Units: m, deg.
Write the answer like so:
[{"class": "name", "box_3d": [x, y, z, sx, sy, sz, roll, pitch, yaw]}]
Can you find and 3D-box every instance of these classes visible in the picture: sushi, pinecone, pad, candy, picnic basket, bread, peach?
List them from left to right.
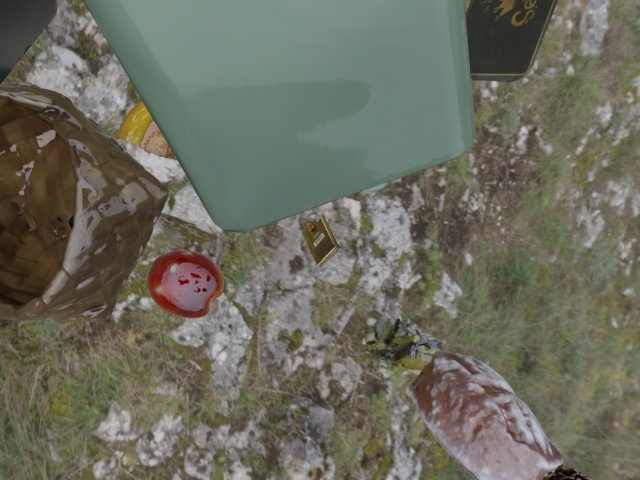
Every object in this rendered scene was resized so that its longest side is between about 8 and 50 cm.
[{"class": "picnic basket", "box_3d": [-0.411, -0.058, 0.692, 0.337, 0.337, 0.293, 23, 103, -25]}, {"class": "pad", "box_3d": [-0.289, -0.244, 0.532, 0.003, 0.211, 0.143, 26, 61, -11]}, {"class": "bread", "box_3d": [-0.412, -0.334, 1.643, 0.340, 0.194, 0.179, -1, 111, -60]}, {"class": "peach", "box_3d": [-0.424, 0.126, 1.779, 0.243, 0.243, 0.200, 23, 119, -25]}, {"class": "sushi", "box_3d": [0.219, 0.267, 1.425, 0.139, 0.291, 0.131, 20, 73, -18]}, {"class": "candy", "box_3d": [0.285, 0.315, 0.990, 0.214, 0.289, 0.157, 23, 105, -40]}, {"class": "pad", "box_3d": [0.386, -0.502, 1.098, 0.063, 0.315, 0.376, 15, 97, -33]}, {"class": "pinecone", "box_3d": [0.278, 0.294, 0.619, 0.083, 0.077, 0.077, -35, 113, -46]}]

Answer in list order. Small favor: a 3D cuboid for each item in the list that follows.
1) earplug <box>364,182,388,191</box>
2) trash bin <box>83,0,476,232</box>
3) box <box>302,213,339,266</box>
[{"class": "earplug", "box_3d": [0.028, -0.205, 1.304, 0.323, 0.185, 0.185, 17, 91, -23]}, {"class": "trash bin", "box_3d": [-0.031, -0.179, 0.341, 0.222, 0.158, 0.343, -19, 147, 3]}, {"class": "box", "box_3d": [0.000, 0.000, 1.647, 0.023, 0.133, 0.090, 15, 128, -43]}]
